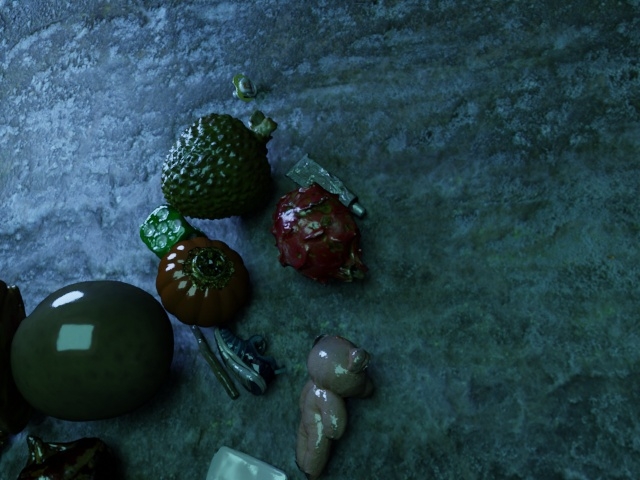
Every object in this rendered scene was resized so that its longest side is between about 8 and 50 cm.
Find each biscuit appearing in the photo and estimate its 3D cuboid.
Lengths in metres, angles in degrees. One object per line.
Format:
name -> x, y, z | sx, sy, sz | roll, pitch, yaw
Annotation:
biscuit -> -0.736, 0.259, 1.670 | 0.070, 0.394, 0.350 | -4, 55, -6

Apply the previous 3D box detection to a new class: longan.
longan -> -0.514, 0.248, 1.619 | 0.361, 0.361, 0.361 | -7, 66, 17

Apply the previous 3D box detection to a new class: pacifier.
pacifier -> -0.215, -0.415, 1.952 | 0.064, 0.068, 0.083 | -25, 81, 45

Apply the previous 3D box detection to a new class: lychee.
lychee -> -0.244, -0.183, 1.741 | 0.320, 0.270, 0.270 | -11, 58, -28

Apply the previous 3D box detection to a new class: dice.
dice -> -0.370, -0.006, 1.785 | 0.131, 0.128, 0.120 | 38, 85, 27

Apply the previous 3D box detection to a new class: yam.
yam -> -0.261, 0.284, 1.686 | 0.027, 0.029, 0.234 | -24, 57, -22

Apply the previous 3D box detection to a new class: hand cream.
hand cream -> 0.014, -0.132, 1.751 | 0.084, 0.050, 0.257 | -49, 59, -1

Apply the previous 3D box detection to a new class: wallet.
wallet -> -0.161, 0.520, 1.547 | 0.190, 0.033, 0.095 | 19, 74, 25

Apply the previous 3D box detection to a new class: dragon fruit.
dragon fruit -> 0.000, 0.000, 1.617 | 0.210, 0.205, 0.268 | -42, 70, -5

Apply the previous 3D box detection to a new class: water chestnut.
water chestnut -> -0.576, 0.530, 1.580 | 0.223, 0.223, 0.238 | -24, 92, 9

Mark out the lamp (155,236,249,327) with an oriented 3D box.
lamp -> -0.277, 0.098, 1.671 | 0.223, 0.196, 0.223 | 10, 57, -16

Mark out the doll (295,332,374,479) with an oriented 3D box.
doll -> 0.034, 0.354, 1.503 | 0.201, 0.156, 0.303 | 16, 95, 64

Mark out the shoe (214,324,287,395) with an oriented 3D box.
shoe -> -0.171, 0.264, 1.636 | 0.106, 0.091, 0.207 | -37, 54, -24

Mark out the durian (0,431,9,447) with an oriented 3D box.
durian -> -0.843, 0.460, 1.757 | 0.158, 0.137, 0.168 | -47, 46, 2
